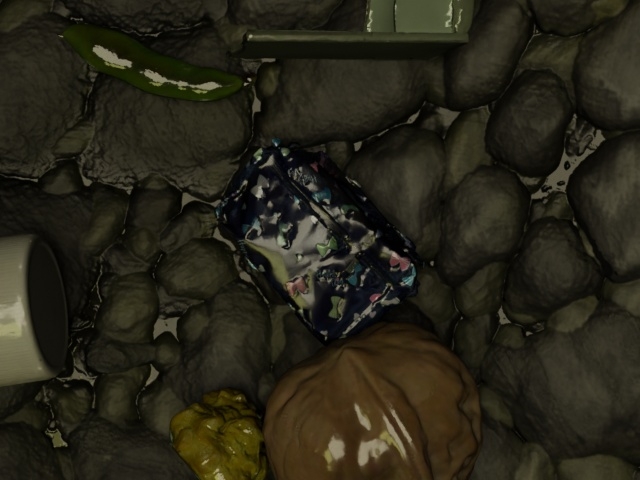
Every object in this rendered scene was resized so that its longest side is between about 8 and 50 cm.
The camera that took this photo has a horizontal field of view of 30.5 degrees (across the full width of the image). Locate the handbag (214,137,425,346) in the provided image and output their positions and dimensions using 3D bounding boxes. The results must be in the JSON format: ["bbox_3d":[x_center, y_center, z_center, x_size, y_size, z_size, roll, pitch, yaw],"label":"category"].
[{"bbox_3d":[0.000,0.000,1.433,0.162,0.113,0.260,-44,91,10],"label":"handbag"}]

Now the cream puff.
[{"bbox_3d":[-0.113,0.249,1.439,0.116,0.146,0.146,-41,90,-15],"label":"cream puff"}]

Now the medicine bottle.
[{"bbox_3d":[-0.491,0.100,1.405,0.340,0.208,0.208,-7,91,2],"label":"medicine bottle"}]

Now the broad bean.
[{"bbox_3d":[-0.209,-0.216,1.467,0.255,0.046,0.065,17,85,0],"label":"broad bean"}]

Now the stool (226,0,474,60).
[{"bbox_3d":[0.027,-0.340,1.365,0.270,0.170,0.243,-1,91,-12],"label":"stool"}]

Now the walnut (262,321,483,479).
[{"bbox_3d":[0.064,0.227,1.366,0.273,0.227,0.273,0,128,0],"label":"walnut"}]
